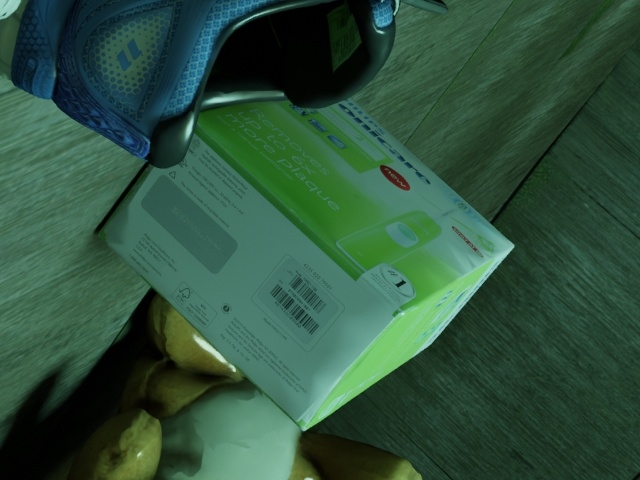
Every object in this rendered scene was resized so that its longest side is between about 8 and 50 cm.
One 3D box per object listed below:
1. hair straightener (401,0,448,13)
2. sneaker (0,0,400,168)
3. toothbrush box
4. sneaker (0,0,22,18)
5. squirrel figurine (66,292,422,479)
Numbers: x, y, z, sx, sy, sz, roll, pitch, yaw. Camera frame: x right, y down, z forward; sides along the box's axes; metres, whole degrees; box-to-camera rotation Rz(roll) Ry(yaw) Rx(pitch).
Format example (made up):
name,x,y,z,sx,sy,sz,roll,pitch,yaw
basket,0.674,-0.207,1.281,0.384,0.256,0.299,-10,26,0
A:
name,x,y,z,sx,sy,sz,roll,pitch,yaw
hair straightener,0.042,-0.174,1.184,0.089,0.047,0.230,-51,169,23
sneaker,-0.008,-0.140,0.827,0.330,0.147,0.130,-41,169,-30
toothbrush box,0.000,0.000,1.239,0.122,0.206,0.283,-51,168,20
sneaker,-0.117,-0.147,0.548,0.106,0.078,0.234,-43,168,-5
squirrel figurine,-0.170,0.295,1.439,0.370,0.281,0.397,-49,180,-30
